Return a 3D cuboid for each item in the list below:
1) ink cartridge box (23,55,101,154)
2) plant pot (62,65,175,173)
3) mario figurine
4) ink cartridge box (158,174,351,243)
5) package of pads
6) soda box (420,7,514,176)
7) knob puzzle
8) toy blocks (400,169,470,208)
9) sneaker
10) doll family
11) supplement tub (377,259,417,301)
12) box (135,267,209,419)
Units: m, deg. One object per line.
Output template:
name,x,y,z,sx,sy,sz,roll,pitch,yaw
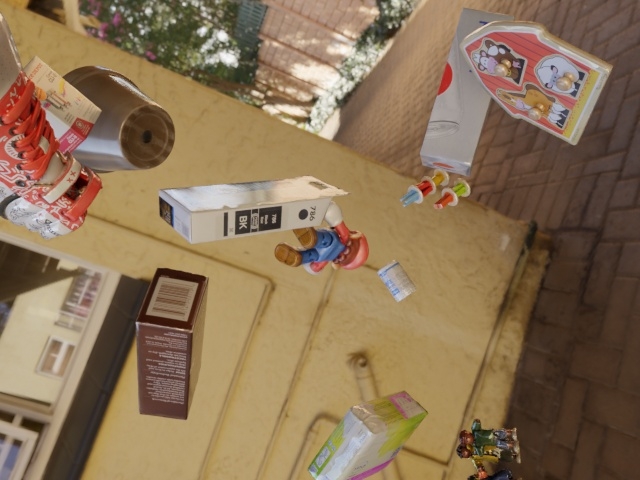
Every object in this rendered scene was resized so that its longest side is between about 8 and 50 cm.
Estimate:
ink cartridge box,-0.601,-0.277,1.232,0.127,0.176,0.128,-31,36,26
plant pot,-0.592,-0.334,1.676,0.281,0.323,0.323,20,90,34
mario figurine,0.000,0.000,1.535,0.198,0.321,0.170,-15,79,31
ink cartridge box,-0.121,-0.066,1.085,0.165,0.333,0.065,30,123,51
package of pads,0.133,0.512,1.470,0.101,0.297,0.229,43,112,31
soda box,0.270,-0.272,1.052,0.091,0.098,0.286,22,-95,-76
knob puzzle,0.261,-0.209,0.741,0.030,0.213,0.213,-51,9,-8
toy blocks,0.290,-0.116,1.454,0.148,0.123,0.054,-34,-41,-23
sneaker,-0.263,-0.090,0.515,0.270,0.145,0.090,-37,31,50
doll family,0.281,0.389,0.956,0.076,0.112,0.192,-1,-96,-70
supplement tub,0.220,0.116,1.637,0.071,0.107,0.071,-32,-11,-7
box,-0.382,0.276,1.465,0.191,0.143,0.381,-86,9,-49
